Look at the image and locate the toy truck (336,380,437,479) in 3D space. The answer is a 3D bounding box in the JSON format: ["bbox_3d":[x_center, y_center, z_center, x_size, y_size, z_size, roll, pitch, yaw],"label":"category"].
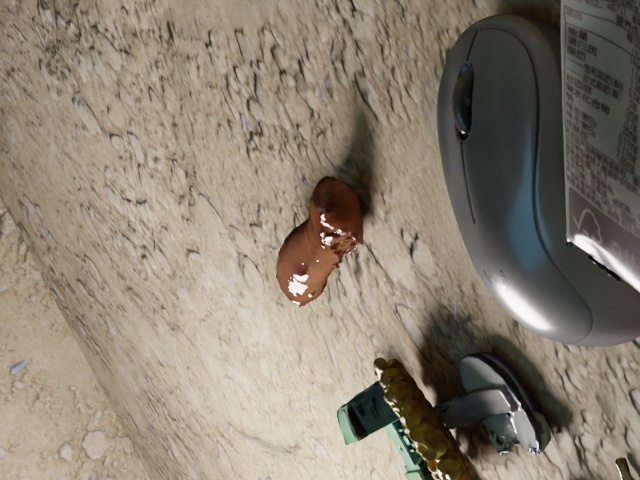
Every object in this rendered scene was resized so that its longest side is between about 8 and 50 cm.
[{"bbox_3d":[0.088,0.255,2.060,0.175,0.081,0.067,61,161,2],"label":"toy truck"}]

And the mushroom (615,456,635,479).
[{"bbox_3d":[0.351,0.330,1.628,0.286,0.026,0.028,60,143,9],"label":"mushroom"}]

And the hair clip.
[{"bbox_3d":[0.176,0.171,1.799,0.116,0.049,0.172,58,157,-2],"label":"hair clip"}]

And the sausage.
[{"bbox_3d":[0.000,0.001,1.964,0.078,0.078,0.304,58,160,10],"label":"sausage"}]

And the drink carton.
[{"bbox_3d":[0.251,-0.129,1.043,0.132,0.194,0.325,40,149,41],"label":"drink carton"}]

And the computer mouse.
[{"bbox_3d":[0.172,-0.037,1.450,0.184,0.121,0.297,11,127,66],"label":"computer mouse"}]

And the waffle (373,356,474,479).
[{"bbox_3d":[0.118,0.210,1.914,0.191,0.038,0.191,57,-177,-4],"label":"waffle"}]
